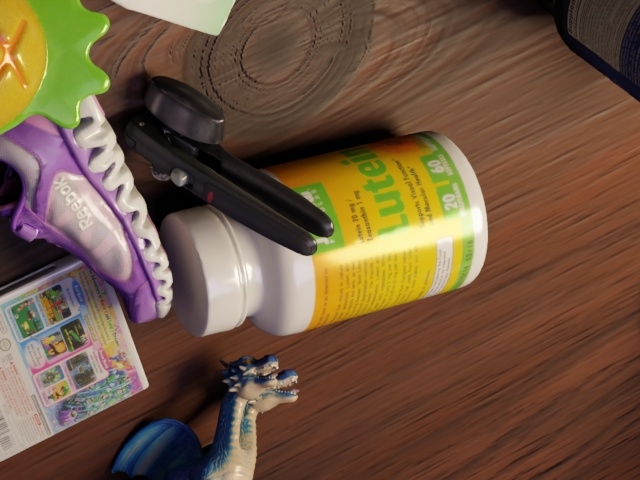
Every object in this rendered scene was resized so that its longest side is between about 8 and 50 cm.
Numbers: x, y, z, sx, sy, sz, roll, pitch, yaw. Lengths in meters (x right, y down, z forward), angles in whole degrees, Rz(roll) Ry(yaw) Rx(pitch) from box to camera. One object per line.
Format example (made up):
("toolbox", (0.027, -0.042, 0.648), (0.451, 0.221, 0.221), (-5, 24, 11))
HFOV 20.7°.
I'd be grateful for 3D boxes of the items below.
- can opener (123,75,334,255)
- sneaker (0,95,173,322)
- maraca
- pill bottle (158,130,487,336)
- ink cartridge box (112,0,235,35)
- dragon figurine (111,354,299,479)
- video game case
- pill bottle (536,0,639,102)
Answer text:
("can opener", (-0.073, -0.047, 1.331), (0.059, 0.186, 0.073), (-42, 164, -31))
("sneaker", (-0.188, -0.026, 1.327), (0.104, 0.095, 0.236), (-27, 126, -7))
("maraca", (-0.237, -0.129, 1.204), (0.186, 0.099, 0.127), (-2, 101, -18))
("pill bottle", (0.000, 0.000, 1.424), (0.246, 0.136, 0.136), (-14, 127, -23))
("ink cartridge box", (-0.132, -0.258, 1.223), (0.225, 0.056, 0.181), (12, 113, -39))
("dragon figurine", (-0.124, 0.213, 1.529), (0.289, 0.144, 0.085), (-36, 138, 21))
("video game case", (-0.225, 0.094, 1.429), (0.143, 0.019, 0.157), (-26, 130, -15))
("pill bottle", (0.265, -0.182, 1.407), (0.123, 0.219, 0.123), (-15, 127, -22))
